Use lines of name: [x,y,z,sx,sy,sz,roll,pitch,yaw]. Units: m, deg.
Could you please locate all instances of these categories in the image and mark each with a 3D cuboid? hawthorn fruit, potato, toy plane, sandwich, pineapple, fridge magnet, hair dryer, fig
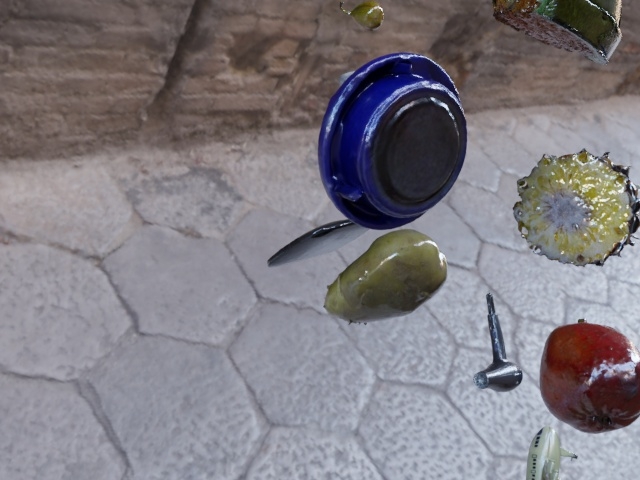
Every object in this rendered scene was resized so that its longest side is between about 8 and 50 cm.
hawthorn fruit: [0.681,0.326,1.794,0.265,0.265,0.307,18,46,-21]
potato: [0.135,0.091,1.483,0.191,0.296,0.141,28,42,-40]
toy plane: [0.471,0.524,1.504,0.104,0.242,0.256,25,67,8]
sandwich: [0.329,-0.300,0.934,0.235,0.079,0.159,11,16,-40]
pineapple: [0.582,-0.081,1.545,0.262,0.262,0.271,44,26,18]
fridge magnet: [0.116,-0.141,1.046,0.265,0.266,0.112,5,16,-36]
hair dryer: [0.377,0.222,1.548,0.195,0.075,0.219,11,68,-54]
fig: [0.073,-0.406,1.262,0.083,0.050,0.050,17,32,4]

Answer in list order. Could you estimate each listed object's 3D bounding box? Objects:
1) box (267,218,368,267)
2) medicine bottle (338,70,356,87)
box: [0.000,0.000,1.567,0.201,0.212,0.042,-12,75,-44]
medicine bottle: [0.100,-0.304,1.639,0.105,0.168,0.105,-6,22,3]
